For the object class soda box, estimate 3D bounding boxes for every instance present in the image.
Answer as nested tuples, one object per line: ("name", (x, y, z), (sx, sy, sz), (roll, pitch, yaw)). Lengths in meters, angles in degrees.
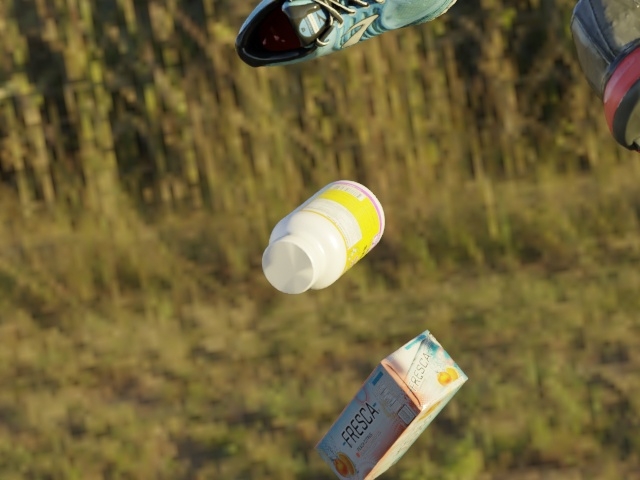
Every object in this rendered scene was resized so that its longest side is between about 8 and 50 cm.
("soda box", (0.060, 0.154, 1.742), (0.063, 0.058, 0.183), (-31, -15, -34))

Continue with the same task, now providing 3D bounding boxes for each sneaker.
("sneaker", (0.015, -0.133, 1.124), (0.162, 0.063, 0.073), (-26, 9, 40))
("sneaker", (0.266, -0.120, 1.274), (0.276, 0.135, 0.097), (0, -45, -40))

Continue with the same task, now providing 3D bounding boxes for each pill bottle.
("pill bottle", (0.000, 0.000, 1.051), (0.043, 0.043, 0.083), (-5, 18, 28))
